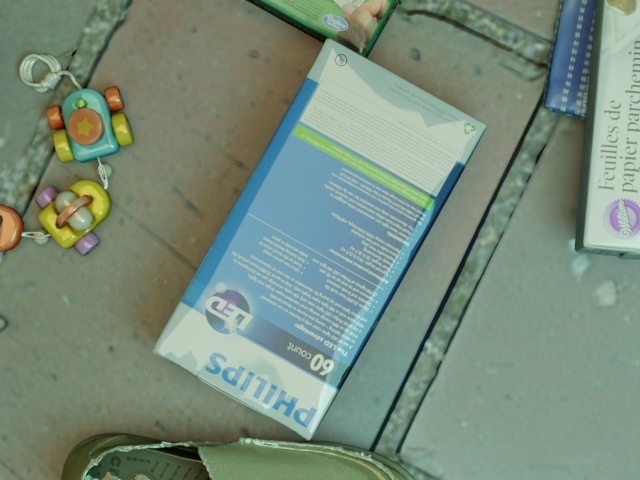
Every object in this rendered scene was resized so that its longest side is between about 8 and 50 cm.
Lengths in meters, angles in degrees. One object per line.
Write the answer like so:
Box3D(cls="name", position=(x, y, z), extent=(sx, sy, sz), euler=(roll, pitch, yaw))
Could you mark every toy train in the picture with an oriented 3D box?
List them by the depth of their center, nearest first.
Box3D(cls="toy train", position=(-0.211, -0.054, 1.232), extent=(0.125, 0.046, 0.166), euler=(23, 90, 2))

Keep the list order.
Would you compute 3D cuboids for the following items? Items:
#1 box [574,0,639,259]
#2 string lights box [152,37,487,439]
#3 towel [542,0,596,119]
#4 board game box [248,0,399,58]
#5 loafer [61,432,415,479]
Box3D(cls="box", position=(0.229, -0.150, 1.182), extent=(0.063, 0.067, 0.324), euler=(5, 85, 4))
Box3D(cls="string lights box", position=(0.000, 0.000, 1.209), extent=(0.133, 0.077, 0.260), euler=(30, 89, 3))
Box3D(cls="towel", position=(0.349, -0.175, 1.222), extent=(0.336, 0.040, 0.243), euler=(12, 88, 2))
Box3D(cls="board game box", position=(-0.053, -0.302, 1.235), extent=(0.317, 0.046, 0.213), euler=(30, 89, 3))
Box3D(cls="loafer", position=(-0.060, 0.193, 1.197), extent=(0.268, 0.092, 0.102), euler=(3, 88, 2))
